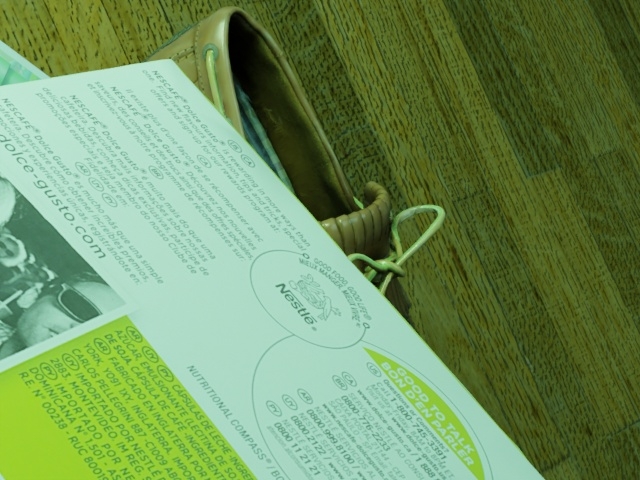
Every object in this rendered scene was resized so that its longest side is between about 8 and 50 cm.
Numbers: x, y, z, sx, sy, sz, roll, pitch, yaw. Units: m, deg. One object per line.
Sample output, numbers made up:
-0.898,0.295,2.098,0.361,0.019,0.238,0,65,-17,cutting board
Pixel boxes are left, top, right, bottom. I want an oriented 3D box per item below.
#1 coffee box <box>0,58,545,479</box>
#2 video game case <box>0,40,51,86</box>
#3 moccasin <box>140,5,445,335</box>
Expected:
-0.153,0.157,0.946,0.338,0.337,0.334,48,36,20,coffee box
-0.252,-0.063,1.289,0.285,0.025,0.204,37,45,-25,video game case
0.002,-0.001,1.422,0.139,0.147,0.380,-23,85,-50,moccasin
